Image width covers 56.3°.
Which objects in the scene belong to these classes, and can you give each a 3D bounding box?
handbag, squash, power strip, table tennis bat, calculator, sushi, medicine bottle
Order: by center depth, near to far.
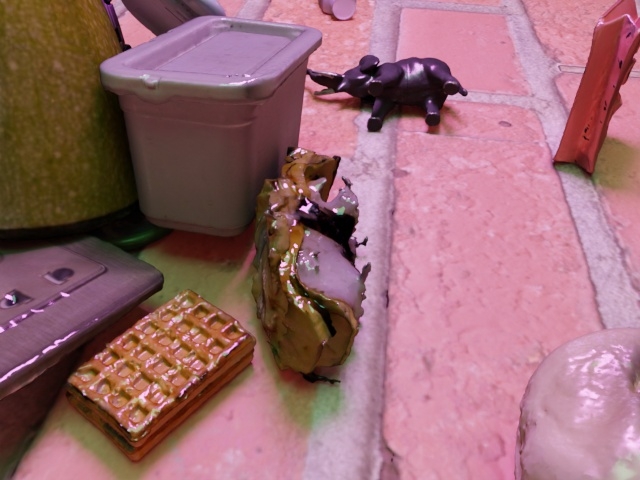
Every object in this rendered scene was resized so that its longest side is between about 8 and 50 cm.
[{"bbox_3d":[-0.319,0.064,0.548,0.257,0.092,0.251,22,27,21],"label":"power strip"},{"bbox_3d":[-0.007,-0.001,0.614,0.131,0.139,0.291,9,39,-3],"label":"sushi"},{"bbox_3d":[-0.324,-0.201,0.631,0.310,0.309,0.310,10,24,-4],"label":"squash"},{"bbox_3d":[-0.292,-0.057,0.743,0.257,0.039,0.160,18,38,15],"label":"table tennis bat"},{"bbox_3d":[0.393,-0.215,0.818,0.059,0.212,0.157,24,45,25],"label":"handbag"},{"bbox_3d":[-0.224,-0.344,0.914,0.042,0.184,0.295,-56,29,-6],"label":"calculator"},{"bbox_3d":[0.039,-0.522,1.288,0.074,0.055,0.118,-4,41,-9],"label":"medicine bottle"}]

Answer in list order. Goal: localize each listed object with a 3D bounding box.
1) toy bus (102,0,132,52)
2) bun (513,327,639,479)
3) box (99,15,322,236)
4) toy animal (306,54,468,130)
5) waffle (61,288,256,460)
[{"bbox_3d":[-0.370,-0.325,0.935,0.096,0.199,0.108,9,52,8],"label":"toy bus"},{"bbox_3d":[0.228,0.177,0.416,0.229,0.145,0.229,28,35,-22],"label":"bun"},{"bbox_3d":[-0.110,-0.144,0.708,0.175,0.182,0.312,8,30,8],"label":"box"},{"bbox_3d":[0.094,-0.237,0.939,0.269,0.082,0.137,4,37,8],"label":"toy animal"},{"bbox_3d":[-0.141,0.114,0.540,0.102,0.042,0.148,26,46,28],"label":"waffle"}]
